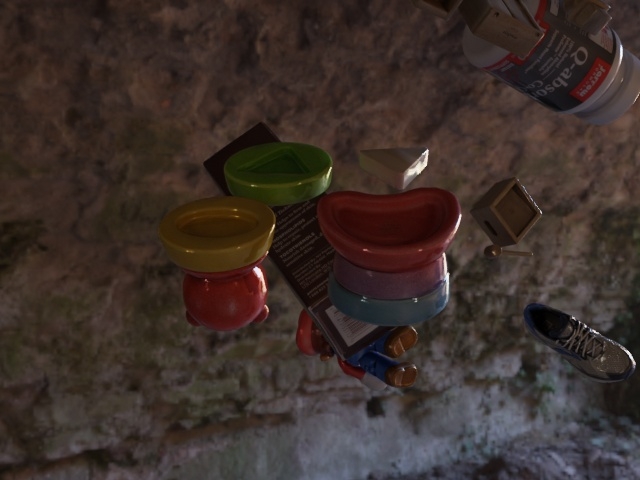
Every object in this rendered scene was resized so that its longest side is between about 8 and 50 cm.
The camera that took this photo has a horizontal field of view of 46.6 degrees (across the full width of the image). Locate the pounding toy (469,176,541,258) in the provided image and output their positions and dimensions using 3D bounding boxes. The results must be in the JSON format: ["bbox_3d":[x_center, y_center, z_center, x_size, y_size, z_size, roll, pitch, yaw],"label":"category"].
[{"bbox_3d":[0.472,-0.026,1.931,0.206,0.181,0.094,-44,13,-26],"label":"pounding toy"}]

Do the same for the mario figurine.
[{"bbox_3d":[0.086,0.202,1.617,0.320,0.198,0.170,16,-12,46],"label":"mario figurine"}]

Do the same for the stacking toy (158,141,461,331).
[{"bbox_3d":[0.000,0.000,0.850,0.308,0.131,0.280,2,30,8],"label":"stacking toy"}]

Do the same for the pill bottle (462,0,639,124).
[{"bbox_3d":[0.501,-0.397,1.583,0.362,0.210,0.210,21,-13,-25],"label":"pill bottle"}]

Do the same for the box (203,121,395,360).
[{"bbox_3d":[-0.031,-0.007,1.235,0.143,0.381,0.191,-34,-38,-4],"label":"box"}]

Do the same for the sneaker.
[{"bbox_3d":[0.279,0.111,0.822,0.135,0.052,0.058,29,-7,39],"label":"sneaker"}]

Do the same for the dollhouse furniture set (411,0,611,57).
[{"bbox_3d":[0.312,-0.458,1.011,0.303,0.174,0.356,13,-48,-29],"label":"dollhouse furniture set"}]
